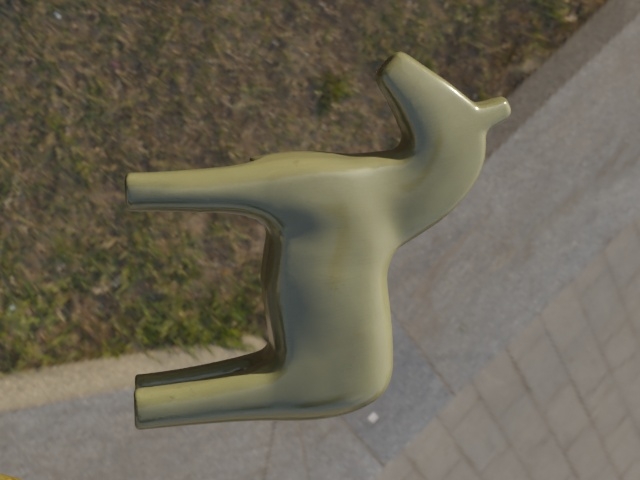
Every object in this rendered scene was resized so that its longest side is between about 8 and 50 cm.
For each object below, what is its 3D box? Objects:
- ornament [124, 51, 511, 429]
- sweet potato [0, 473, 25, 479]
[{"bbox_3d":[0.000,0.000,0.691,0.245,0.061,0.230,-4,101,-8],"label":"ornament"},{"bbox_3d":[-0.227,0.170,0.563,0.233,0.062,0.081,-23,119,-23],"label":"sweet potato"}]
